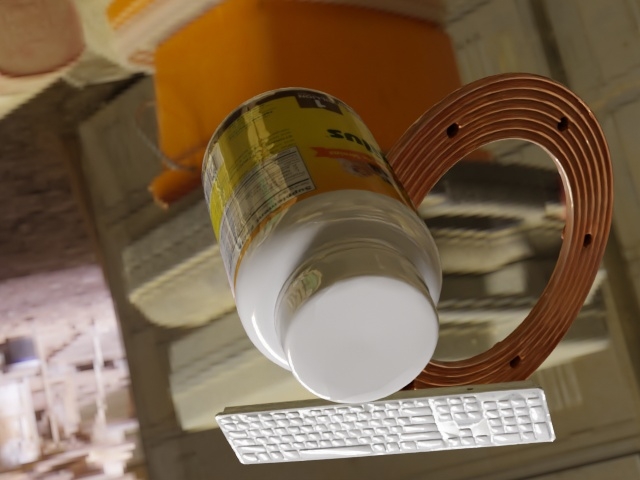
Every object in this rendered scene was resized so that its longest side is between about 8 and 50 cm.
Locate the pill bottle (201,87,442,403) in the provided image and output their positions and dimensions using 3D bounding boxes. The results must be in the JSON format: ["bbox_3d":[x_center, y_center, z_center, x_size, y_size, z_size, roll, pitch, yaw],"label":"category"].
[{"bbox_3d":[0.000,0.000,0.747,0.117,0.117,0.215,-6,-149,-11],"label":"pill bottle"}]

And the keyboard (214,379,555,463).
[{"bbox_3d":[0.049,0.144,0.981,0.256,0.014,0.072,-7,131,15],"label":"keyboard"}]

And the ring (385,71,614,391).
[{"bbox_3d":[0.144,0.008,1.165,0.336,0.337,0.032,-2,-158,-39],"label":"ring"}]
